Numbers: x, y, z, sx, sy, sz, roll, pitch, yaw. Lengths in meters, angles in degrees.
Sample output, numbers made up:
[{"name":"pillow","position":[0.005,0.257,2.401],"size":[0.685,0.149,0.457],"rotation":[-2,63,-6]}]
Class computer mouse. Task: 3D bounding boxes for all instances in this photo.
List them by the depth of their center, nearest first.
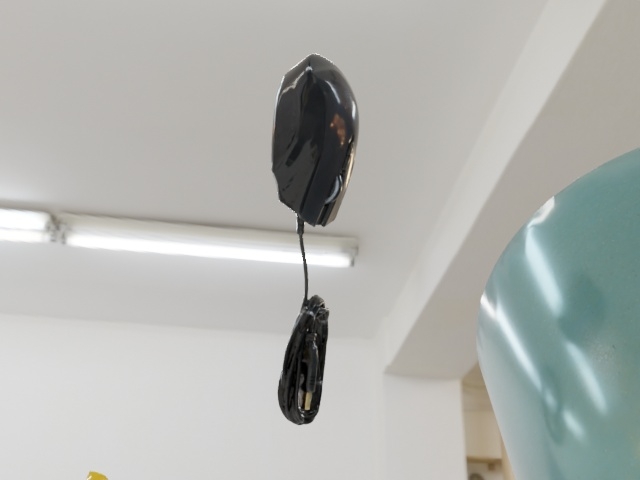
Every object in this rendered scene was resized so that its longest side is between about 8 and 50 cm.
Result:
[{"name":"computer mouse","position":[0.000,0.000,0.474],"size":[0.041,0.242,0.071],"rotation":[2,4,23]}]

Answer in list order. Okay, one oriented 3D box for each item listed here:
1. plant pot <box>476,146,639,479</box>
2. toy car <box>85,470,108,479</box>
[{"name":"plant pot","position":[0.243,0.117,0.392],"size":[0.292,0.235,0.293],"rotation":[3,-60,4]},{"name":"toy car","position":[-0.043,0.123,0.194],"size":[0.060,0.122,0.041],"rotation":[-14,-46,13]}]
